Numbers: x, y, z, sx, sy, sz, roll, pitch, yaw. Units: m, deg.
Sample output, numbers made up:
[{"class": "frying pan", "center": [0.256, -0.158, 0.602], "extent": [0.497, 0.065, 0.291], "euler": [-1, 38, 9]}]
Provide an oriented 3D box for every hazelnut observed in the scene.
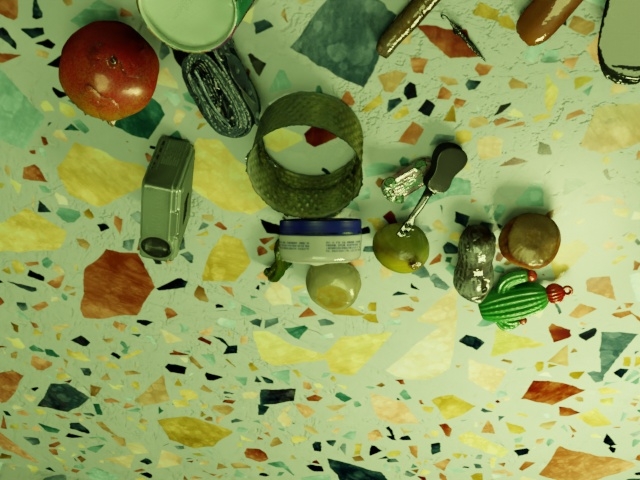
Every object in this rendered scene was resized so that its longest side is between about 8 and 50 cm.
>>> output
[{"class": "hazelnut", "center": [0.516, 0.000, 1.880], "extent": [0.150, 0.150, 0.150], "euler": [4, 134, 4]}]

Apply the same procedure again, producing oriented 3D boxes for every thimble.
[{"class": "thimble", "center": [-0.031, -0.197, 1.739], "extent": [0.270, 0.150, 0.271], "euler": [3, 134, 4]}]

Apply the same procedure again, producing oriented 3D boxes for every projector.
[{"class": "projector", "center": [-0.372, -0.096, 1.853], "extent": [0.099, 0.192, 0.257], "euler": [12, 134, -3]}]

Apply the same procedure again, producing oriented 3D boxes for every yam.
[{"class": "yam", "center": [0.198, -0.466, 1.521], "extent": [0.046, 0.046, 0.264], "euler": [30, 129, -20]}]

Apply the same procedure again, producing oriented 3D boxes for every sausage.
[{"class": "sausage", "center": [0.459, -0.465, 1.468], "extent": [0.076, 0.076, 0.197], "euler": [26, 130, -16]}]

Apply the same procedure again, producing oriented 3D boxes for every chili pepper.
[{"class": "chili pepper", "center": [-0.099, 0.039, 2.028], "extent": [0.073, 0.072, 0.204], "euler": [17, 134, -6]}]

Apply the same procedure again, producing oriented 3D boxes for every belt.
[{"class": "belt", "center": [-0.217, -0.322, 1.641], "extent": [0.122, 0.128, 0.218], "euler": [-15, 121, 25]}]

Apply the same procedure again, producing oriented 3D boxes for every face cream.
[{"class": "face cream", "center": [0.000, 0.000, 1.875], "extent": [0.205, 0.206, 0.111], "euler": [1, 95, 7]}]

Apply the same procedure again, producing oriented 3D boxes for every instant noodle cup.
[{"class": "instant noodle cup", "center": [-0.234, -0.492, 1.454], "extent": [0.251, 0.190, 0.251], "euler": [4, 134, 4]}]

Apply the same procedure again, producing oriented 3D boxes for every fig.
[{"class": "fig", "center": [0.207, 0.018, 1.940], "extent": [0.152, 0.121, 0.136], "euler": [-5, 143, 45]}]

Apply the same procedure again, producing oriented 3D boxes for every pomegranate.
[{"class": "pomegranate", "center": [-0.447, -0.350, 1.611], "extent": [0.210, 0.210, 0.235], "euler": [15, 145, -7]}]

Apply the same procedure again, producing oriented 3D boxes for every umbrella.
[{"class": "umbrella", "center": [0.300, -0.418, 1.572], "extent": [0.148, 0.022, 0.022], "euler": [36, 170, -25]}]

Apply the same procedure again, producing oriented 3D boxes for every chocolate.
[{"class": "chocolate", "center": [0.398, 0.059, 1.961], "extent": [0.110, 0.110, 0.248], "euler": [4, 131, 4]}]

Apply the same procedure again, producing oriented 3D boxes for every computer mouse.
[{"class": "computer mouse", "center": [0.630, -0.444, 1.462], "extent": [0.168, 0.087, 0.296], "euler": [7, 122, 10]}]

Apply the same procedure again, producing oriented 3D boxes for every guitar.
[{"class": "guitar", "center": [0.255, -0.108, 1.804], "extent": [0.083, 0.038, 0.271], "euler": [14, 119, -27]}]

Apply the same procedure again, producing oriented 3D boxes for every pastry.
[{"class": "pastry", "center": [0.034, 0.123, 2.080], "extent": [0.156, 0.092, 0.157], "euler": [5, 127, 7]}]

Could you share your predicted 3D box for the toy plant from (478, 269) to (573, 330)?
[{"class": "toy plant", "center": [0.537, 0.150, 2.041], "extent": [0.154, 0.088, 0.240], "euler": [44, 118, -12]}]

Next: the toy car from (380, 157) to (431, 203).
[{"class": "toy car", "center": [0.211, -0.147, 1.819], "extent": [0.142, 0.055, 0.069], "euler": [-30, 130, 5]}]
